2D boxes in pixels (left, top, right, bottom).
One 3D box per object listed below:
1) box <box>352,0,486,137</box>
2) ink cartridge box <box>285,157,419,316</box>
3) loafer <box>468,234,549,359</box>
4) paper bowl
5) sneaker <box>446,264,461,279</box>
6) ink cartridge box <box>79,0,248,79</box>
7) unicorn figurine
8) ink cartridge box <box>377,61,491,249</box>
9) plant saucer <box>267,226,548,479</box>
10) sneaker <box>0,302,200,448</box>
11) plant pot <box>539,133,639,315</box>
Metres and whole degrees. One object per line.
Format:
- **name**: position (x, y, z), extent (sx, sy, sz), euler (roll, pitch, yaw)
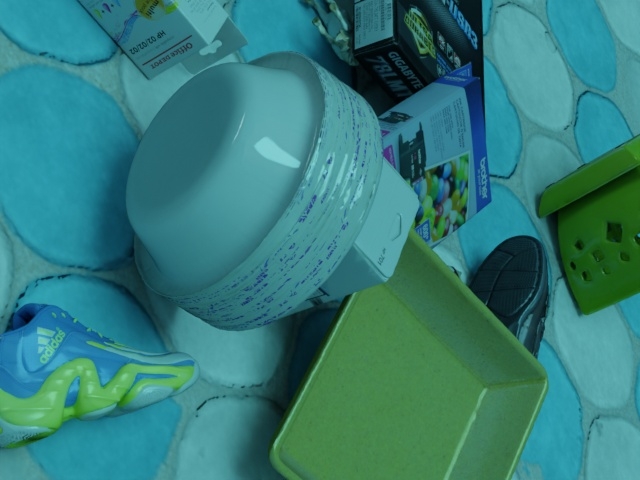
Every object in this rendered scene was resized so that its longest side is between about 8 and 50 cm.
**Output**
- **box**: position (0.140, -0.307, 1.817), extent (0.295, 0.073, 0.293), euler (41, 45, -49)
- **ink cartridge box**: position (0.000, 0.000, 1.462), extent (0.082, 0.190, 0.140), euler (47, 43, -23)
- **loafer**: position (0.247, 0.135, 1.770), extent (0.095, 0.109, 0.303), euler (57, 42, -43)
- **paper bowl**: position (-0.086, -0.063, 1.321), extent (0.148, 0.284, 0.284), euler (32, 51, -35)
- **sneaker**: position (0.177, 0.119, 1.704), extent (0.083, 0.069, 0.186), euler (4, 70, -42)
- **ink cartridge box**: position (-0.178, -0.250, 1.446), extent (0.181, 0.104, 0.062), euler (48, 43, -22)
- **unicorn figurine**: position (0.028, -0.287, 1.735), extent (0.111, 0.060, 0.162), euler (44, 37, -39)
- **ink cartridge box**: position (0.136, -0.091, 1.678), extent (0.311, 0.065, 0.186), euler (-37, 128, -44)
- **plant saucer**: position (0.094, 0.200, 1.517), extent (0.333, 0.081, 0.333), euler (45, 59, -28)
- **sneaker**: position (-0.218, 0.109, 1.242), extent (0.240, 0.091, 0.126), euler (-12, 81, -50)
- **plant pot**: position (0.485, -0.044, 2.020), extent (0.227, 0.228, 0.207), euler (-28, 87, -51)
